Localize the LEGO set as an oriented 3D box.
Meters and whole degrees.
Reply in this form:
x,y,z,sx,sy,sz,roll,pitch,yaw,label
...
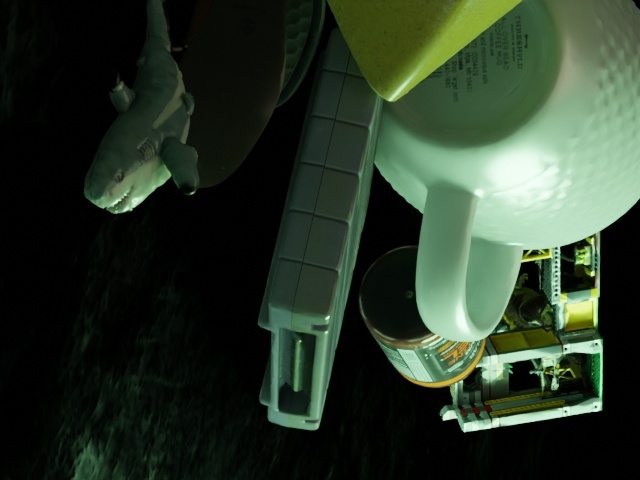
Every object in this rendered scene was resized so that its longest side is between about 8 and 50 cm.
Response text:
x,y,z,sx,sy,sz,roll,pitch,yaw,label
0.198,0.057,2.226,0.255,0.192,0.331,-109,-166,-53,LEGO set

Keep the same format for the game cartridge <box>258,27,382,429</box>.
x,y,z,sx,sy,sz,roll,pitch,yaw,label
0.000,0.000,1.555,0.355,0.068,0.230,94,4,-71,game cartridge

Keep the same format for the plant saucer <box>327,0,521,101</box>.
x,y,z,sx,sy,sz,roll,pitch,yaw,label
0.092,-0.319,1.441,0.333,0.081,0.333,-40,110,-41,plant saucer

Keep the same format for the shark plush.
x,y,z,sx,sy,sz,roll,pitch,yaw,label
-0.113,-0.092,1.293,0.067,0.073,0.161,26,74,-40,shark plush

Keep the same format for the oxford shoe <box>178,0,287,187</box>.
x,y,z,sx,sy,sz,roll,pitch,yaw,label
-0.064,-0.139,1.407,0.076,0.076,0.212,177,-70,-74,oxford shoe

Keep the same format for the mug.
x,y,z,sx,sy,sz,roll,pitch,yaw,label
0.154,-0.094,1.764,0.328,0.276,0.374,18,83,-73,mug

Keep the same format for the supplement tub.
x,y,z,sx,sy,sz,roll,pitch,yaw,label
0.108,0.084,1.970,0.198,0.106,0.106,55,45,-65,supplement tub

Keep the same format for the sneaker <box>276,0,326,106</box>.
x,y,z,sx,sy,sz,roll,pitch,yaw,label
-0.011,-0.205,1.512,0.163,0.086,0.226,6,92,-72,sneaker
